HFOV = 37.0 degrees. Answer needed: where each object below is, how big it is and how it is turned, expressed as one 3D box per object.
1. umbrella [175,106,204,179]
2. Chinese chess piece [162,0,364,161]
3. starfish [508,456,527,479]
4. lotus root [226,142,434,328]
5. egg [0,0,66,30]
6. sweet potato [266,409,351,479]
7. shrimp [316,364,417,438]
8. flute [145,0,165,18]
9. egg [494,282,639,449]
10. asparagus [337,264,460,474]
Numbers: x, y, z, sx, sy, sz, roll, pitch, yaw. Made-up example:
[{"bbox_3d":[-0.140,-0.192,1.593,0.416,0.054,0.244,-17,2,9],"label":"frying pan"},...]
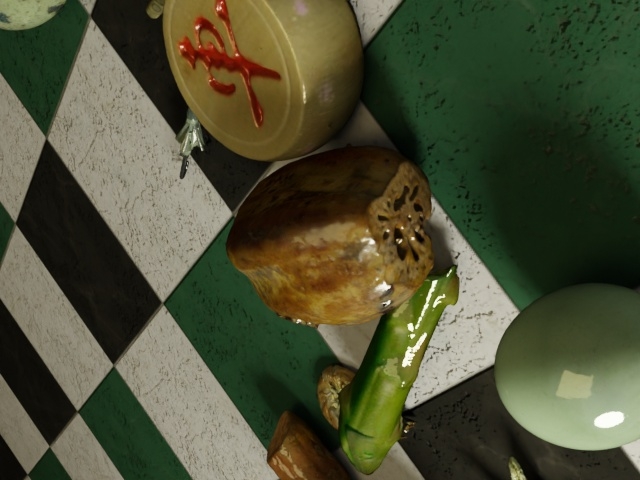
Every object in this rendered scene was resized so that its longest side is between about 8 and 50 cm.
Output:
[{"bbox_3d":[-0.163,-0.166,1.250,0.044,0.044,0.269,20,140,0],"label":"umbrella"},{"bbox_3d":[-0.067,-0.207,1.049,0.250,0.097,0.251,30,137,33],"label":"Chinese chess piece"},{"bbox_3d":[0.268,0.341,1.099,0.208,0.053,0.176,54,145,1],"label":"starfish"},{"bbox_3d":[0.007,0.004,1.052,0.291,0.193,0.193,-9,109,52],"label":"lotus root"},{"bbox_3d":[-0.421,-0.365,1.330,0.181,0.141,0.141,3,119,40],"label":"egg"},{"bbox_3d":[-0.002,0.371,1.419,0.252,0.097,0.097,58,145,2],"label":"sweet potato"},{"bbox_3d":[0.058,0.222,1.287,0.180,0.041,0.099,12,111,47],"label":"shrimp"},{"bbox_3d":[-0.160,-0.324,1.135,0.027,0.027,0.233,59,145,-1],"label":"flute"},{"bbox_3d":[0.242,0.115,0.872,0.149,0.149,0.192,58,144,0],"label":"egg"},{"bbox_3d":[0.086,0.143,1.129,0.085,0.082,0.343,-121,35,-45],"label":"asparagus"}]
